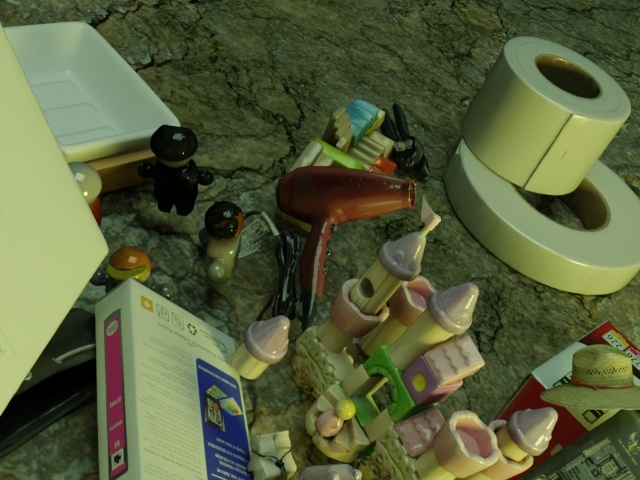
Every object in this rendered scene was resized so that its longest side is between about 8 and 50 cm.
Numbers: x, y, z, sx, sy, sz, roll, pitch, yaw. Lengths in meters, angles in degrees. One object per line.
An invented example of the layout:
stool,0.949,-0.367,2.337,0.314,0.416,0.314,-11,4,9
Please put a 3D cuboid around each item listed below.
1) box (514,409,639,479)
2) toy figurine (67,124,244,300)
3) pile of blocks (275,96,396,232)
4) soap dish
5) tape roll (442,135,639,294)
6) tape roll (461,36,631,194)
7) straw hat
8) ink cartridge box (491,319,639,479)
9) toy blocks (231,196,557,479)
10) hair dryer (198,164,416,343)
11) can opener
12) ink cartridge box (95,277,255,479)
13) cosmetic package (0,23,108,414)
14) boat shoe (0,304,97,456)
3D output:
box,0.349,0.332,1.004,0.059,0.183,0.232,19,35,-59
toy figurine,-0.207,-0.022,1.101,0.213,0.148,0.209,-23,59,-24
pile of blocks,0.059,-0.133,1.408,0.113,0.149,0.362,31,38,7
soap dish,-0.359,-0.182,1.254,0.229,0.118,0.291,-20,58,-42
tape roll,0.409,-0.067,1.592,0.392,0.072,0.392,15,40,-13
tape roll,0.394,-0.222,1.567,0.246,0.169,0.246,16,39,-13
straw hat,0.330,0.154,1.042,0.145,0.061,0.144,-3,3,0
ink cartridge box,0.385,0.290,1.131,0.272,0.130,0.309,-22,58,-41
toy blocks,0.092,0.143,0.980,0.309,0.260,0.288,2,50,-42
hair dryer,0.000,0.000,1.190,0.223,0.293,0.080,56,2,26
can opener,0.142,-0.184,1.598,0.059,0.073,0.186,-23,46,3
ink cartridge box,-0.142,0.220,0.909,0.176,0.069,0.371,38,24,-40
cosmetic package,-0.444,0.009,0.733,0.329,0.327,0.393,-6,34,19
boat shoe,-0.320,0.170,0.889,0.095,0.112,0.335,30,35,12
